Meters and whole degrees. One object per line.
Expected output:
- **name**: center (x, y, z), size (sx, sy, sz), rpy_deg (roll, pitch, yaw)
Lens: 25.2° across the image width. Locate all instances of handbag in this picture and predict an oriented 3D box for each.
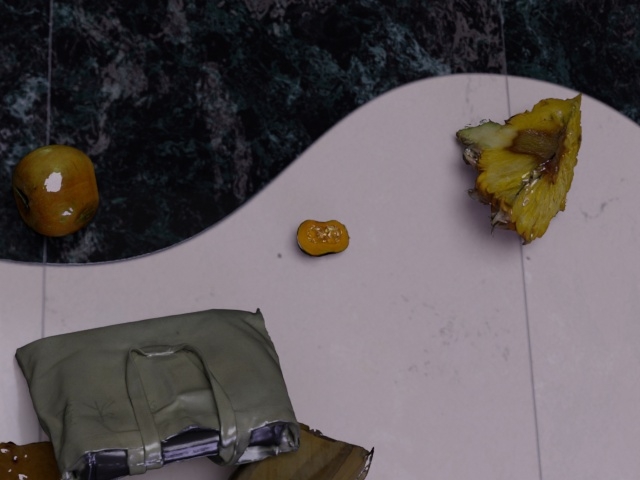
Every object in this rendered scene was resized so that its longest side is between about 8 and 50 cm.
- **handbag**: center (-0.185, 0.184, 1.711), size (0.315, 0.109, 0.253), rpy_deg (-6, 34, -21)

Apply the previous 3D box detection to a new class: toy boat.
- **toy boat**: center (-0.100, 0.379, 1.677), size (0.135, 0.162, 0.445), rpy_deg (20, 46, 24)

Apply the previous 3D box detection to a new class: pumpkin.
- **pumpkin**: center (-0.001, -0.001, 1.919), size (0.083, 0.028, 0.050), rpy_deg (-1, 73, -28)

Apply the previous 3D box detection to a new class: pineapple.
- **pineapple**: center (0.266, -0.088, 2.012), size (0.164, 0.140, 0.250), rpy_deg (4, 45, 26)

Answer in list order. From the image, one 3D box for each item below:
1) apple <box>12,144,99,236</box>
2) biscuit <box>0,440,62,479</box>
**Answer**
- **apple**: center (-0.329, -0.064, 1.794), size (0.102, 0.099, 0.114), rpy_deg (-21, 76, -26)
- **biscuit**: center (-0.336, 0.366, 1.632), size (0.295, 0.075, 0.296), rpy_deg (9, 51, -10)
